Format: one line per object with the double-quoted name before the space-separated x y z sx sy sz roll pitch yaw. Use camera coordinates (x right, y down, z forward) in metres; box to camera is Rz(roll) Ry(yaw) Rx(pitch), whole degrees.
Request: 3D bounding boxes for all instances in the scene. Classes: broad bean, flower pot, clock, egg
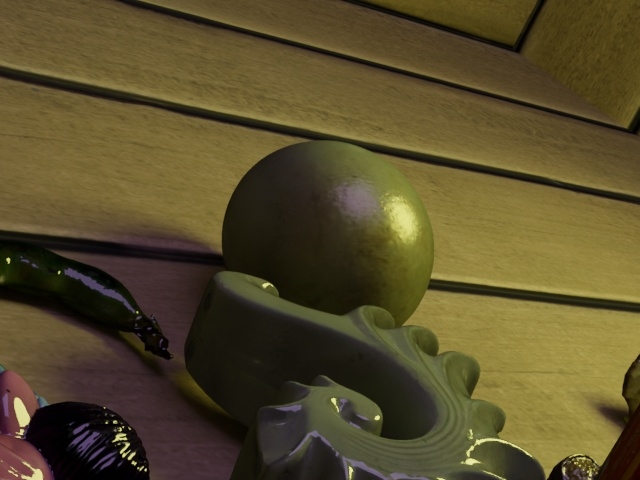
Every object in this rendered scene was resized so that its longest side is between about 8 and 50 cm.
"broad bean" -0.275 0.044 1.261 0.292 0.049 0.144 14 24 -33
"flower pot" 0.029 0.163 1.184 0.254 0.165 0.367 14 24 -19
"clock" -0.231 0.149 0.981 0.195 0.100 0.194 6 27 -48
"egg" 0.000 0.000 1.481 0.218 0.218 0.295 18 8 -23

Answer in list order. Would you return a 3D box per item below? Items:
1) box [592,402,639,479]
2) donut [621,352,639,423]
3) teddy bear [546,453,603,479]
"box" 0.358 0.260 1.169 0.259 0.284 0.214 30 20 10
"donut" 0.513 0.253 1.618 0.259 0.136 0.345 21 21 -21
"teddy bear" 0.292 0.276 1.368 0.160 0.078 0.119 36 55 8
